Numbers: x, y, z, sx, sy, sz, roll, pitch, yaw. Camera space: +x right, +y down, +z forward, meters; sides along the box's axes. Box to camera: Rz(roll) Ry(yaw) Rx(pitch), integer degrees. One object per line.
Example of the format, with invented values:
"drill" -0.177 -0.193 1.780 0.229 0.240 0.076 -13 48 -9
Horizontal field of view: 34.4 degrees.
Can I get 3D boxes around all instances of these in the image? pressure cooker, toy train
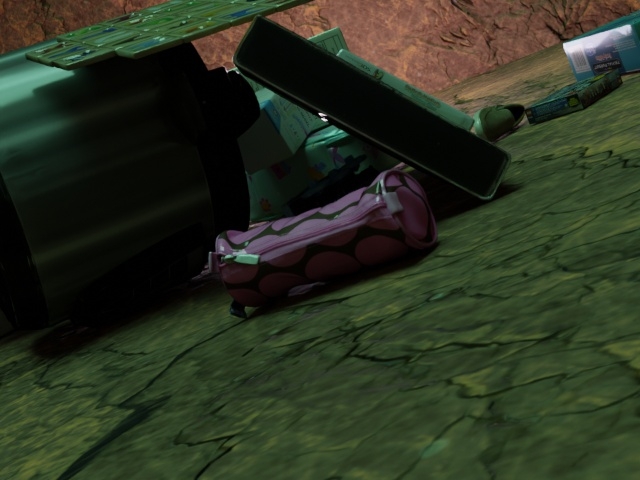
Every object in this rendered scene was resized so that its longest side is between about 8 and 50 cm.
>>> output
"pressure cooker" -0.283 -0.110 1.405 0.420 0.375 0.370 -23 42 -22
"toy train" 0.010 -0.043 1.291 0.105 0.080 0.184 -28 6 36

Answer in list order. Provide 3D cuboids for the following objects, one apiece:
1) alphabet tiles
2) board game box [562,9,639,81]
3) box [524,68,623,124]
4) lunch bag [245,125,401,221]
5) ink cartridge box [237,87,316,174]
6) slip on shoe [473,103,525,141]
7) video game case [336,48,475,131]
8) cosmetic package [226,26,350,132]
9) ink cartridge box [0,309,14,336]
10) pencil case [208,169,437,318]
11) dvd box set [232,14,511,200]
"alphabet tiles" -0.166 -0.263 1.223 0.343 0.011 0.285 -24 24 -23
"board game box" 0.611 -0.370 1.712 0.336 0.079 0.254 -24 8 -9
"box" 0.378 -0.215 1.537 0.094 0.027 0.137 -14 12 45
"lunch bag" 0.003 -0.128 1.725 0.279 0.107 0.224 -18 10 33
"ink cartridge box" -0.078 -0.185 1.625 0.090 0.092 0.143 -21 22 29
"slip on shoe" 0.269 -0.179 1.544 0.041 0.051 0.135 -21 0 33
"video game case" 0.110 -0.195 1.495 0.026 0.206 0.227 -62 0 -4
"cosmetic package" -0.077 -0.237 1.778 0.296 0.153 0.129 -20 0 0
"ink cartridge box" -0.550 0.063 1.802 0.171 0.168 0.233 -16 10 44
"pencil case" 0.000 0.000 0.981 0.209 0.095 0.098 -22 -27 23
"dvd box set" 0.045 -0.160 1.254 0.062 0.308 0.420 -61 5 5
